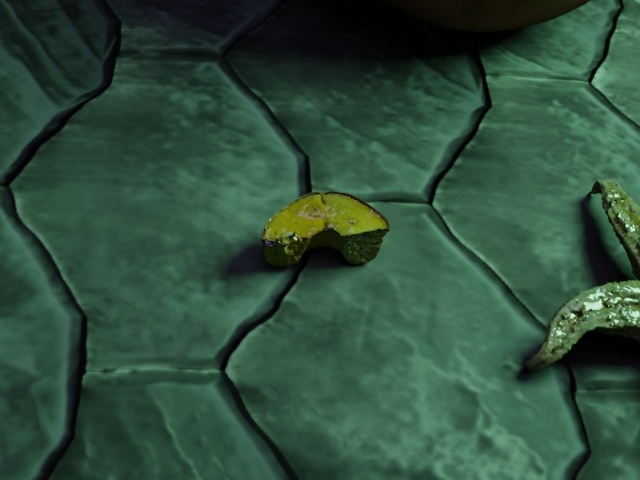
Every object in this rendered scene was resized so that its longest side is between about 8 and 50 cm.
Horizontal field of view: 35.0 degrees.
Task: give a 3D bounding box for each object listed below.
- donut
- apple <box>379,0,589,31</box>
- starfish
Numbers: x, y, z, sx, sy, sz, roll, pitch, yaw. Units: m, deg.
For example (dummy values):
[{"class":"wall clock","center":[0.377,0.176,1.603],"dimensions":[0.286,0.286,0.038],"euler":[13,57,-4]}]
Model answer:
[{"class":"donut","center":[0.000,0.000,0.746],"dimensions":[0.083,0.038,0.067],"euler":[-36,64,-28]},{"class":"apple","center":[0.148,-0.379,0.908],"dimensions":[0.364,0.364,0.364],"euler":[4,48,-5]},{"class":"starfish","center":[0.236,0.048,0.731],"dimensions":[0.138,0.050,0.247],"euler":[22,46,13]}]
